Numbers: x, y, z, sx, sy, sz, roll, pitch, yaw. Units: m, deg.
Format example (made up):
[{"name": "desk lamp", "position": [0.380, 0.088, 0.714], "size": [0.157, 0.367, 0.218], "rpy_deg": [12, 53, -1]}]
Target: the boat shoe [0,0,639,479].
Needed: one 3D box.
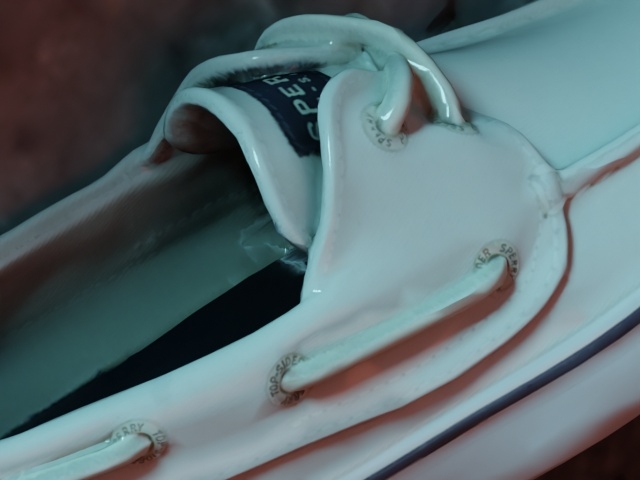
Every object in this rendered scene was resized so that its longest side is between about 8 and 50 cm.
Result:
[{"name": "boat shoe", "position": [0.000, 0.000, 0.356], "size": [0.267, 0.096, 0.088], "rpy_deg": [-31, 127, -10]}]
